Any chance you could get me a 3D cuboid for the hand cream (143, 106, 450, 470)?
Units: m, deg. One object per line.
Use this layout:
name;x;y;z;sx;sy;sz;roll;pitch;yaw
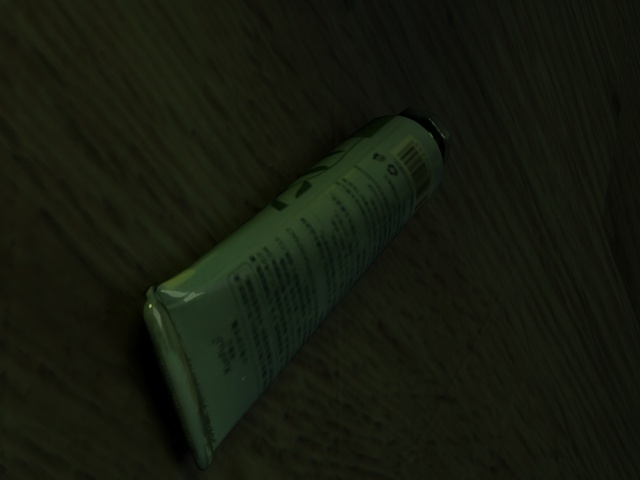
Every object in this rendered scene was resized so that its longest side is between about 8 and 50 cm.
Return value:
hand cream;0.000;0.000;0.501;0.256;0.055;0.088;-47;135;-48
